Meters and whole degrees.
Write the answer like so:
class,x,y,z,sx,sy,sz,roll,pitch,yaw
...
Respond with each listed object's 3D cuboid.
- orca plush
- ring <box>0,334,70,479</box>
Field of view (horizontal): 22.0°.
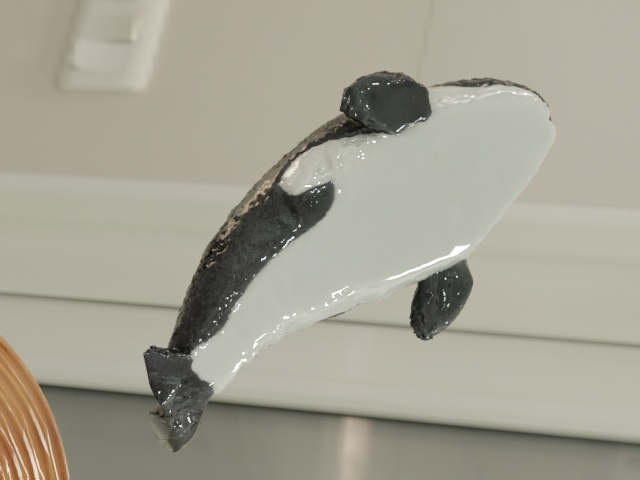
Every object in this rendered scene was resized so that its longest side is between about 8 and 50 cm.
class,x,y,z,sx,sy,sz,roll,pitch,yaw
orca plush,0.000,0.000,0.912,0.287,0.102,0.151,-50,124,-17
ring,-0.257,0.173,0.761,0.336,0.032,0.337,-16,112,-44
